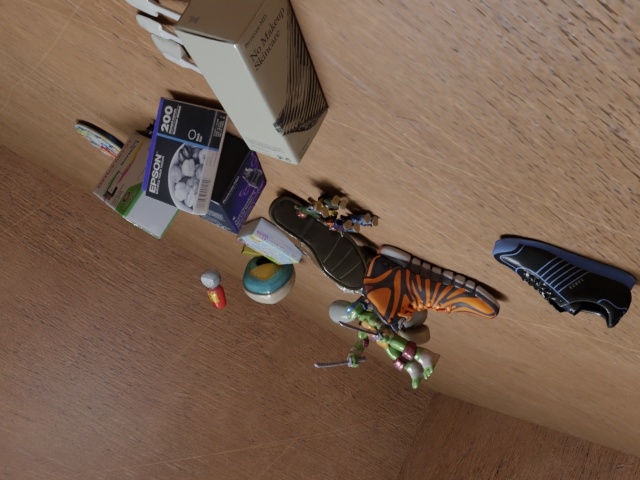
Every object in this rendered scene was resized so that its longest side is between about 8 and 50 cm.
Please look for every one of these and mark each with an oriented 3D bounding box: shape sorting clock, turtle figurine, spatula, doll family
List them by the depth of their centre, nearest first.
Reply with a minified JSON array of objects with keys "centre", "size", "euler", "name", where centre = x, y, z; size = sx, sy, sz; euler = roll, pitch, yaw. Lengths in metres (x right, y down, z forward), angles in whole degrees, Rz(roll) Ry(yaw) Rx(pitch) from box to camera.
[{"centre":[-0.200,-0.299,0.860],"size":[0.242,0.019,0.168],"euler":[30,163,24],"name":"spatula"},{"centre":[0.034,-0.054,1.237],"size":[0.193,0.076,0.111],"euler":[31,161,-24],"name":"doll family"},{"centre":[0.146,0.290,1.451],"size":[0.266,0.197,0.275],"euler":[33,-157,7],"name":"turtle figurine"},{"centre":[-0.670,-0.294,1.766],"size":[0.206,0.040,0.206],"euler":[26,166,7],"name":"shape sorting clock"}]

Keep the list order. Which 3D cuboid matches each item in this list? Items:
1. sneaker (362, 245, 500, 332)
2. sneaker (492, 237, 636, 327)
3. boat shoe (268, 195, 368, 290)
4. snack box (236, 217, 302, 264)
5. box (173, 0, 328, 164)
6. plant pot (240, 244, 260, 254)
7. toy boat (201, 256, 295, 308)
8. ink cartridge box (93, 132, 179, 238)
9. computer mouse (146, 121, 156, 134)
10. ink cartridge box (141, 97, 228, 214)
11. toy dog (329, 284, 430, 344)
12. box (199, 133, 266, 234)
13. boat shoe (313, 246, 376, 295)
[{"centre":[0.247,0.154,1.349],"size":[0.321,0.180,0.124],"euler":[23,165,19],"name":"sneaker"},{"centre":[0.393,0.068,0.952],"size":[0.232,0.090,0.081],"euler":[19,164,29],"name":"sneaker"},{"centre":[0.000,0.000,1.422],"size":[0.307,0.111,0.104],"euler":[46,176,-9],"name":"boat shoe"},{"centre":[-0.161,0.006,1.822],"size":[0.174,0.070,0.207],"euler":[32,164,-17],"name":"snack box"},{"centre":[-0.078,-0.222,0.766],"size":[0.094,0.113,0.275],"euler":[22,166,20],"name":"box"},{"centre":[-0.221,0.017,1.963],"size":[0.083,0.081,0.081],"euler":[16,169,-12],"name":"plant pot"},{"centre":[-0.245,0.131,1.970],"size":[0.267,0.318,0.148],"euler":[-117,12,-63],"name":"toy boat"},{"centre":[-0.443,-0.148,1.442],"size":[0.117,0.201,0.278],"euler":[37,173,-38],"name":"ink cartridge box"},{"centre":[-0.322,-0.231,1.329],"size":[0.193,0.042,0.106],"euler":[14,160,44],"name":"computer mouse"},{"centre":[-0.289,-0.176,1.140],"size":[0.208,0.206,0.045],"euler":[19,-170,33],"name":"ink cartridge box"},{"centre":[0.196,0.193,1.660],"size":[0.334,0.220,0.161],"euler":[23,-156,36],"name":"toy dog"},{"centre":[-0.215,-0.127,1.273],"size":[0.108,0.153,0.207],"euler":[25,167,10],"name":"box"},{"centre":[0.094,0.073,1.499],"size":[0.305,0.109,0.091],"euler":[23,171,32],"name":"boat shoe"}]
